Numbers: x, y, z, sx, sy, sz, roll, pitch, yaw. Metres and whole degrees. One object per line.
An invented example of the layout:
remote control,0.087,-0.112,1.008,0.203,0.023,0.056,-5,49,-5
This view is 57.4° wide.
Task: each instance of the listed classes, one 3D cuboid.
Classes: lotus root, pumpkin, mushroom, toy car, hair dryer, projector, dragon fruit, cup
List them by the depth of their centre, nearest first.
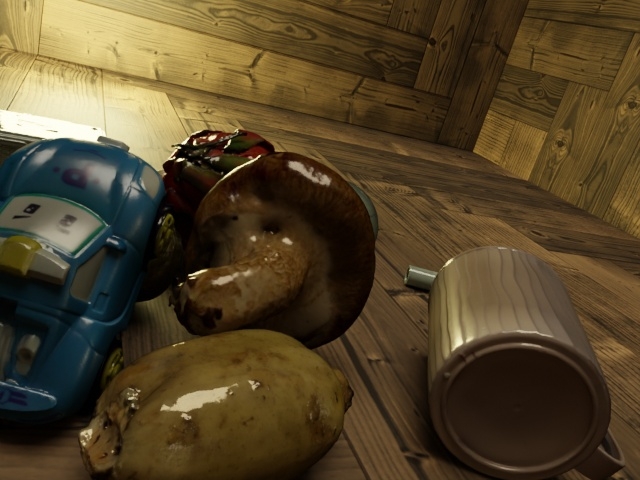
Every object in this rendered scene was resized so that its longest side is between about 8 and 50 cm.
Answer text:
lotus root,-0.081,0.166,0.567,0.284,0.146,0.160,2,39,-40
toy car,-0.279,0.023,0.600,0.198,0.314,0.166,18,-15,-1
mushroom,-0.057,0.048,0.744,0.267,0.267,0.255,14,55,-8
cup,0.259,0.178,0.785,0.208,0.288,0.273,-16,14,17
pumpkin,-0.292,-0.003,0.795,0.218,0.163,0.219,14,1,0
dragon fruit,-0.149,-0.067,0.894,0.233,0.234,0.293,17,-6,3
hair dryer,0.242,0.115,1.119,0.154,0.044,0.183,14,23,-1
projector,-0.567,-0.190,1.197,0.256,0.099,0.192,6,21,-27

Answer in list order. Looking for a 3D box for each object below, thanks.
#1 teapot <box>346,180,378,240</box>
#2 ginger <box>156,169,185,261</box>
teapot,0.000,0.000,1.058,0.183,0.184,0.251,20,31,9
ginger,-0.266,-0.043,1.089,0.131,0.086,0.295,38,18,-30
